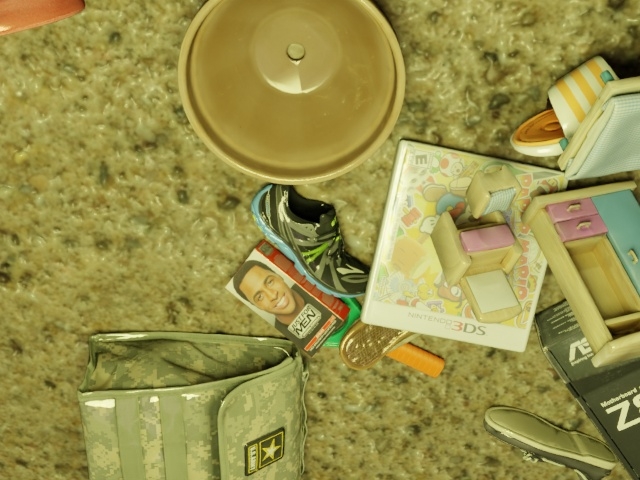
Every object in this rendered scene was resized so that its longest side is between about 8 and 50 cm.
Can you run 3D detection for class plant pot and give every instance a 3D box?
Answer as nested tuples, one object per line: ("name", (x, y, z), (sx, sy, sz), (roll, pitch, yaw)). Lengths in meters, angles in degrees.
("plant pot", (-0.029, -0.187, 1.070), (0.238, 0.109, 0.237), (1, 118, 2))

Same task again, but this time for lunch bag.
("lunch bag", (-0.155, 0.251, 1.291), (0.287, 0.169, 0.235), (-2, 116, -6))

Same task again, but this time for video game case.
("video game case", (0.171, 0.009, 1.184), (0.207, 0.026, 0.226), (11, 100, -5))

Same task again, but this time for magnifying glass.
("magnifying glass", (0.057, 0.121, 1.291), (0.231, 0.026, 0.092), (27, 116, -11))

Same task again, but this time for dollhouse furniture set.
("dollhouse furniture set", (0.312, -0.029, 0.988), (0.287, 0.198, 0.303), (-10, 150, -20))

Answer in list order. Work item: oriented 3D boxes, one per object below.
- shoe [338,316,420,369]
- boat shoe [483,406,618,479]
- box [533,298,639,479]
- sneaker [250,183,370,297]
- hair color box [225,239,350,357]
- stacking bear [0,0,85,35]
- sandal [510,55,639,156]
("shoe", (0.115, 0.084, 1.242), (0.219, 0.058, 0.076), (-32, 95, -1))
("boat shoe", (0.306, 0.288, 1.348), (0.206, 0.075, 0.065), (21, 115, -15))
("box", (0.521, 0.135, 1.244), (0.395, 0.097, 0.318), (-30, 111, 17))
("sneaker", (0.000, 0.000, 1.198), (0.078, 0.067, 0.188), (-37, 109, 27))
("hair color box", (-0.041, 0.072, 1.232), (0.141, 0.043, 0.072), (38, 113, 1))
("stacking bear", (-0.346, -0.353, 0.966), (0.164, 0.175, 0.288), (-8, 111, 9))
("sandal", (0.326, -0.173, 1.081), (0.265, 0.102, 0.076), (-22, 115, 4))
